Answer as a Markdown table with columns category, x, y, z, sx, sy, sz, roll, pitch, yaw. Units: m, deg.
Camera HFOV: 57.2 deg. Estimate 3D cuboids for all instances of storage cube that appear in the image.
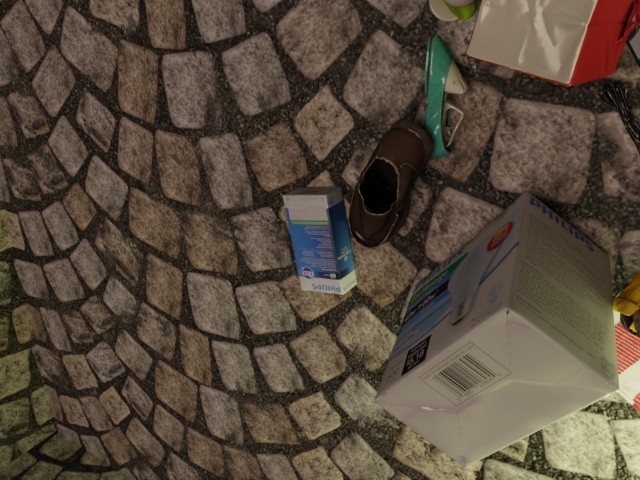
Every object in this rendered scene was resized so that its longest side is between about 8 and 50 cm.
| category | x | y | z | sx | sy | sz | roll | pitch | yaw |
| --- | --- | --- | --- | --- | --- | --- | --- | --- | --- |
| storage cube | 0.380 | -0.368 | 0.937 | 0.215 | 0.193 | 0.184 | 31 | 126 | 32 |

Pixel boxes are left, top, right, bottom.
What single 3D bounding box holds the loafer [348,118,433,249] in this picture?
| category | x | y | z | sx | sy | sz | roll | pitch | yaw |
| --- | --- | --- | --- | --- | --- | --- | --- | --- | --- |
| loafer | 0.119 | -0.099 | 1.268 | 0.134 | 0.130 | 0.366 | 36 | 145 | 17 |

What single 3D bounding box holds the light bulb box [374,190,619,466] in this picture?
| category | x | y | z | sx | sy | sz | roll | pitch | yaw |
| --- | --- | --- | --- | --- | --- | --- | --- | --- | --- |
| light bulb box | 0.329 | 0.162 | 1.102 | 0.225 | 0.361 | 0.358 | 38 | 129 | -5 |

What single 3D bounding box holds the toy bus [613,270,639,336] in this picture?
| category | x | y | z | sx | sy | sz | roll | pitch | yaw |
| --- | --- | --- | --- | --- | --- | --- | --- | --- | --- |
| toy bus | 0.653 | 0.108 | 1.017 | 0.220 | 0.149 | 0.211 | 35 | 95 | 14 |

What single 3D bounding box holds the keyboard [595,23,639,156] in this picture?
| category | x | y | z | sx | sy | sz | roll | pitch | yaw |
| --- | --- | --- | --- | --- | --- | --- | --- | --- | --- |
| keyboard | 0.589 | -0.216 | 0.967 | 0.201 | 0.033 | 0.317 | -31 | 87 | 45 |

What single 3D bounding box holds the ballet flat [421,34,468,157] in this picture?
| category | x | y | z | sx | sy | sz | roll | pitch | yaw |
| --- | --- | --- | --- | --- | --- | --- | --- | --- | --- |
| ballet flat | 0.248 | -0.280 | 1.166 | 0.087 | 0.083 | 0.247 | 13 | 123 | 21 |

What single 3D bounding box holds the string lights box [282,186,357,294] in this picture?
| category | x | y | z | sx | sy | sz | roll | pitch | yaw |
| --- | --- | --- | --- | --- | --- | --- | --- | --- | --- |
| string lights box | 0.000 | 0.000 | 1.468 | 0.133 | 0.077 | 0.260 | 3 | 113 | 35 |

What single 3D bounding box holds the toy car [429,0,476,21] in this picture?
| category | x | y | z | sx | sy | sz | roll | pitch | yaw |
| --- | --- | --- | --- | --- | --- | --- | --- | --- | --- |
| toy car | 0.248 | -0.490 | 1.041 | 0.136 | 0.159 | 0.182 | -28 | 94 | 3 |

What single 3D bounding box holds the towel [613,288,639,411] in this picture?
| category | x | y | z | sx | sy | sz | roll | pitch | yaw |
| --- | --- | --- | --- | --- | --- | --- | --- | --- | --- |
| towel | 0.679 | 0.248 | 1.135 | 0.329 | 0.037 | 0.237 | 40 | 127 | 14 |
